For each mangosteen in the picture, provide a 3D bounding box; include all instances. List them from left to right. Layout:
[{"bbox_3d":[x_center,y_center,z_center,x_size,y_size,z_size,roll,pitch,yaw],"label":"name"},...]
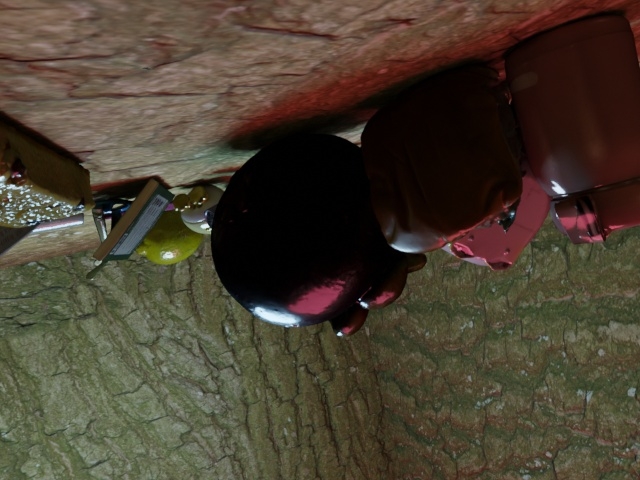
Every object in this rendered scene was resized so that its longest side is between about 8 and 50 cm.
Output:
[{"bbox_3d":[0.000,0.000,1.086,0.382,0.382,0.435,-13,146,44],"label":"mangosteen"}]

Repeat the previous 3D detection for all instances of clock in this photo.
[{"bbox_3d":[0.315,-0.143,1.209,0.368,0.250,0.377,17,-157,-28],"label":"clock"}]

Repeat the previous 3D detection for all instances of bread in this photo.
[{"bbox_3d":[-0.384,-0.068,0.653,0.138,0.077,0.361,-14,-179,-9],"label":"bread"},{"bbox_3d":[0.207,-0.124,0.888,0.250,0.279,0.225,-24,160,33],"label":"bread"}]

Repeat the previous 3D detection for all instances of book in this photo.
[{"bbox_3d":[-0.413,-0.040,1.235,0.202,0.027,0.264,-56,-174,-5],"label":"book"}]

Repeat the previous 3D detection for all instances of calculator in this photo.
[{"bbox_3d":[-0.496,-0.086,1.495,0.190,0.034,0.126,-6,-173,35],"label":"calculator"}]

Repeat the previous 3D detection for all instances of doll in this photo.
[{"bbox_3d":[-0.273,-0.051,1.468,0.141,0.117,0.296,-26,140,12],"label":"doll"}]

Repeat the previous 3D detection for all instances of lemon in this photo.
[{"bbox_3d":[-0.459,-0.024,1.688,0.184,0.184,0.248,-13,-167,47],"label":"lemon"}]

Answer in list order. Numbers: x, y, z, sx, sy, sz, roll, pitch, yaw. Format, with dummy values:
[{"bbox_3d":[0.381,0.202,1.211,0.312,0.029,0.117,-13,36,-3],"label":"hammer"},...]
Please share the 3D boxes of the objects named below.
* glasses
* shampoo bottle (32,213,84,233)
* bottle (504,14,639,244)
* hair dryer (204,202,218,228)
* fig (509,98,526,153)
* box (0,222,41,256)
[{"bbox_3d":[-0.517,-0.020,1.268,0.102,0.207,0.239,27,172,-9],"label":"glasses"},{"bbox_3d":[-0.586,-0.040,1.104,0.195,0.056,0.056,-16,-178,-37],"label":"shampoo bottle"},{"bbox_3d":[0.374,-0.150,0.787,0.173,0.297,0.206,-11,-176,43],"label":"bottle"},{"bbox_3d":[-0.170,-0.021,1.472,0.301,0.121,0.361,-32,147,-35],"label":"hair dryer"},{"bbox_3d":[0.466,-0.237,1.008,0.235,0.214,0.235,8,-165,-2],"label":"fig"},{"bbox_3d":[-0.592,0.007,0.872,0.204,0.051,0.365,-15,-165,-11],"label":"box"}]
